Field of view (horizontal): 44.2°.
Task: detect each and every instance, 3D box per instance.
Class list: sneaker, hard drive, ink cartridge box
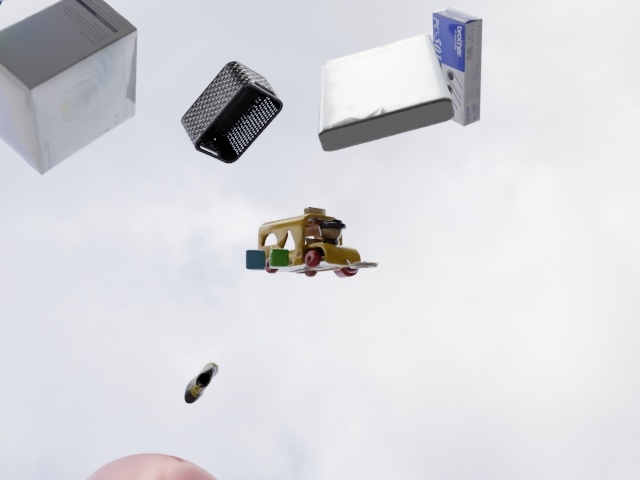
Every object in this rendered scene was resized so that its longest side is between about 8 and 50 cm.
[{"bbox_3d":[-0.199,0.234,1.282,0.031,0.083,0.035,35,-169,1],"label":"sneaker"},{"bbox_3d":[0.099,-0.249,1.287,0.307,0.203,0.040,-88,-18,-59],"label":"hard drive"},{"bbox_3d":[0.262,-0.333,1.516,0.046,0.207,0.097,-23,-142,-23],"label":"ink cartridge box"}]

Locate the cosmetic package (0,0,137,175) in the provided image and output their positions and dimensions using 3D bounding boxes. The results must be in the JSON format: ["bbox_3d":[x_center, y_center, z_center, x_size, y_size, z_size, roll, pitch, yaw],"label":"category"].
[{"bbox_3d":[-0.442,-0.271,1.353,0.138,0.224,0.225,41,-122,13],"label":"cosmetic package"}]

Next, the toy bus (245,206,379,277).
[{"bbox_3d":[-0.012,0.001,1.259,0.202,0.191,0.104,-1,-98,1],"label":"toy bus"}]

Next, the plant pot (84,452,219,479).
[{"bbox_3d":[-0.235,0.433,0.996,0.275,0.243,0.275,0,-90,1],"label":"plant pot"}]

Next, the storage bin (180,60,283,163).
[{"bbox_3d":[-0.181,-0.258,1.602,0.122,0.180,0.084,21,-152,-49],"label":"storage bin"}]

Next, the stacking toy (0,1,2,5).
[{"bbox_3d":[-0.544,-0.355,1.159,0.141,0.330,0.141,43,-156,-25],"label":"stacking toy"}]
